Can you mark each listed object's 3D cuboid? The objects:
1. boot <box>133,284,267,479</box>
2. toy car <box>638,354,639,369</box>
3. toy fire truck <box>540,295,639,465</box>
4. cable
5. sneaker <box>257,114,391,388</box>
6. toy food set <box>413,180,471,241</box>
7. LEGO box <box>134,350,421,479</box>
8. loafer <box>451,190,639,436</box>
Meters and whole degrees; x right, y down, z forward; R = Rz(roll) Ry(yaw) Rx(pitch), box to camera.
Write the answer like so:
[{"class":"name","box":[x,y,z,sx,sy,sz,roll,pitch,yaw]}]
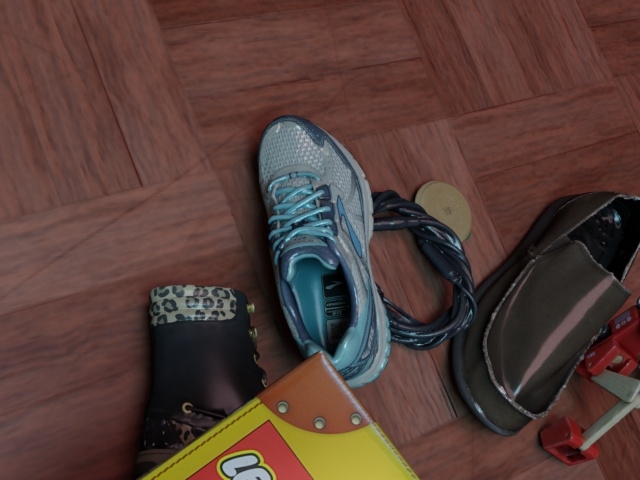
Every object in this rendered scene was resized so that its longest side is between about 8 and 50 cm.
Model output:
[{"class":"boot","box":[-0.055,0.137,0.837,0.236,0.085,0.178,9,64,-29]},{"class":"toy car","box":[0.447,0.191,1.086,0.225,0.053,0.239,55,53,-23]},{"class":"toy fire truck","box":[0.329,0.153,1.010,0.047,0.192,0.135,36,34,-20]},{"class":"cable","box":[0.093,0.032,0.982,0.184,0.047,0.150,35,59,-7]},{"class":"sneaker","box":[0.000,0.000,0.872,0.110,0.122,0.283,-20,76,11]},{"class":"toy food set","box":[0.143,-0.031,1.052,0.082,0.020,0.083,-39,92,-35]},{"class":"LEGO box","box":[-0.007,0.389,0.558,0.372,0.193,0.500,-33,76,-26]},{"class":"loafer","box":[0.270,0.057,1.025,0.134,0.130,0.366,42,57,-10]}]
